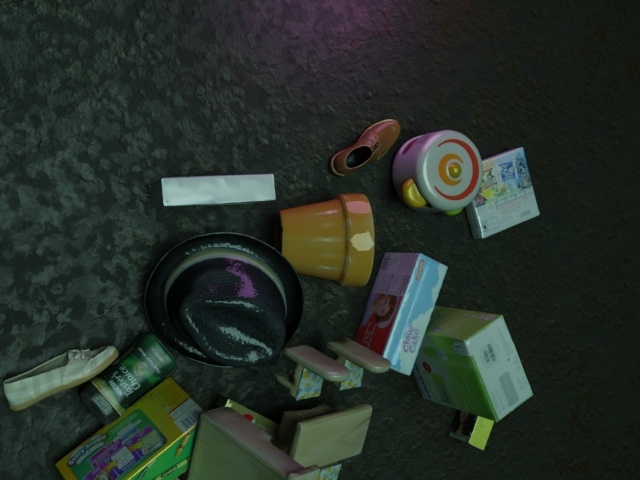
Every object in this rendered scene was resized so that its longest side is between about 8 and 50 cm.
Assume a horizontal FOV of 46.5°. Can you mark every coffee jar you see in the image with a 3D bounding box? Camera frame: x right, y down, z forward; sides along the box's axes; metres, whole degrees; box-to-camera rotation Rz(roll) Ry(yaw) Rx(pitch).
[{"bbox_3d":[-0.381,0.273,1.470,0.184,0.079,0.096,-42,100,-22],"label":"coffee jar"}]

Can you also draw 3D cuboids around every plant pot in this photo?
[{"bbox_3d":[0.000,0.000,1.614,0.188,0.205,0.205,0,91,-12],"label":"plant pot"}]

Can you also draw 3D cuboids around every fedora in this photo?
[{"bbox_3d":[-0.180,0.147,1.487,0.334,0.152,0.334,-5,112,-14],"label":"fedora"}]

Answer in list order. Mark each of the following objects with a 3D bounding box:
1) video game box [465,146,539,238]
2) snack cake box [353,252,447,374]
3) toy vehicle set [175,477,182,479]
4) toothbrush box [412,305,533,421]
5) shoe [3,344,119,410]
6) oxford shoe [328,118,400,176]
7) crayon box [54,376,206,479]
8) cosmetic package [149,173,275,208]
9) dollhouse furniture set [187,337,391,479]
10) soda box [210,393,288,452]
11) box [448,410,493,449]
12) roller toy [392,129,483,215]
[{"bbox_3d":[0.456,-0.124,1.917,0.205,0.048,0.187,-20,101,-26],"label":"video game box"},{"bbox_3d":[0.178,0.163,1.718,0.089,0.152,0.264,26,79,-25],"label":"snack cake box"},{"bbox_3d":[-0.358,0.607,1.513,0.267,0.035,0.166,-48,110,-19],"label":"toy vehicle set"},{"bbox_3d":[0.322,0.274,1.719,0.122,0.283,0.206,-28,103,-23],"label":"toothbrush box"},{"bbox_3d":[-0.492,0.248,1.418,0.219,0.076,0.058,-26,107,-23],"label":"shoe"},{"bbox_3d":[0.119,-0.215,1.729,0.212,0.076,0.076,-39,105,-23],"label":"oxford shoe"},{"bbox_3d":[-0.349,0.407,1.435,0.278,0.165,0.081,-37,128,-22],"label":"crayon box"},{"bbox_3d":[-0.222,-0.103,1.541,0.239,0.099,0.060,-5,93,-28],"label":"cosmetic package"},{"bbox_3d":[-0.016,0.423,1.453,0.394,0.256,0.362,-1,109,-47],"label":"dollhouse furniture set"},{"bbox_3d":[-0.149,0.398,1.603,0.181,0.061,0.058,33,75,-24],"label":"soda box"},{"bbox_3d":[0.407,0.400,1.875,0.058,0.087,0.232,30,76,-24],"label":"box"},{"bbox_3d":[0.279,-0.163,1.770,0.209,0.146,0.191,7,87,-26],"label":"roller toy"}]
